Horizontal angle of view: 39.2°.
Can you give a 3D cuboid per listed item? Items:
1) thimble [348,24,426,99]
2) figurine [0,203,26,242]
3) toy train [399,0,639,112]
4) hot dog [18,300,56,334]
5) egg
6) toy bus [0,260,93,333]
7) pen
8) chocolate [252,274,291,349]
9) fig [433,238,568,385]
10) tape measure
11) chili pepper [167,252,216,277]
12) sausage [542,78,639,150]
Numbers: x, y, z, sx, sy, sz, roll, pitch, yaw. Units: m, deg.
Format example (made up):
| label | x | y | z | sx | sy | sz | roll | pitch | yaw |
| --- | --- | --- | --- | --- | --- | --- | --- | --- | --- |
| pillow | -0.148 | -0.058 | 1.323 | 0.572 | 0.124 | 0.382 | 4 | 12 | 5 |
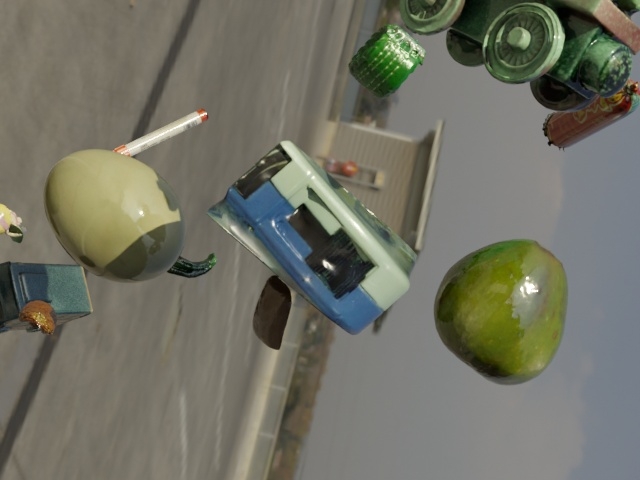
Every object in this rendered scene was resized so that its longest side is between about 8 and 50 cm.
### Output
| label | x | y | z | sx | sy | sz | roll | pitch | yaw |
| --- | --- | --- | --- | --- | --- | --- | --- | --- | --- |
| thimble | 0.113 | -0.306 | 1.534 | 0.130 | 0.090 | 0.118 | -33 | -162 | 53 |
| figurine | -0.659 | -0.033 | 1.861 | 0.187 | 0.083 | 0.083 | 102 | 2 | -88 |
| toy train | 0.230 | -0.277 | 0.968 | 0.150 | 0.304 | 0.221 | 16 | 108 | -50 |
| hot dog | -0.432 | 0.119 | 1.383 | 0.035 | 0.058 | 0.083 | -60 | -164 | 1 |
| egg | -0.319 | -0.040 | 1.389 | 0.186 | 0.242 | 0.186 | -52 | 177 | -4 |
| toy bus | -0.650 | 0.127 | 1.996 | 0.275 | 0.167 | 0.138 | 8 | 66 | -67 |
| pen | -0.316 | -0.190 | 1.691 | 0.239 | 0.028 | 0.028 | -30 | 156 | -25 |
| chocolate | -0.071 | 0.102 | 1.256 | 0.064 | 0.031 | 0.100 | 45 | -51 | 39 |
| fig | 0.248 | 0.089 | 1.203 | 0.191 | 0.181 | 0.181 | -57 | -175 | 14 |
| tape measure | -0.001 | -0.002 | 1.185 | 0.138 | 0.262 | 0.259 | -49 | 176 | 2 |
| chili pepper | -0.232 | 0.037 | 1.508 | 0.035 | 0.118 | 0.055 | 105 | -16 | -49 |
| sausage | 0.487 | -0.230 | 1.584 | 0.264 | 0.083 | 0.083 | 143 | -38 | -74 |
